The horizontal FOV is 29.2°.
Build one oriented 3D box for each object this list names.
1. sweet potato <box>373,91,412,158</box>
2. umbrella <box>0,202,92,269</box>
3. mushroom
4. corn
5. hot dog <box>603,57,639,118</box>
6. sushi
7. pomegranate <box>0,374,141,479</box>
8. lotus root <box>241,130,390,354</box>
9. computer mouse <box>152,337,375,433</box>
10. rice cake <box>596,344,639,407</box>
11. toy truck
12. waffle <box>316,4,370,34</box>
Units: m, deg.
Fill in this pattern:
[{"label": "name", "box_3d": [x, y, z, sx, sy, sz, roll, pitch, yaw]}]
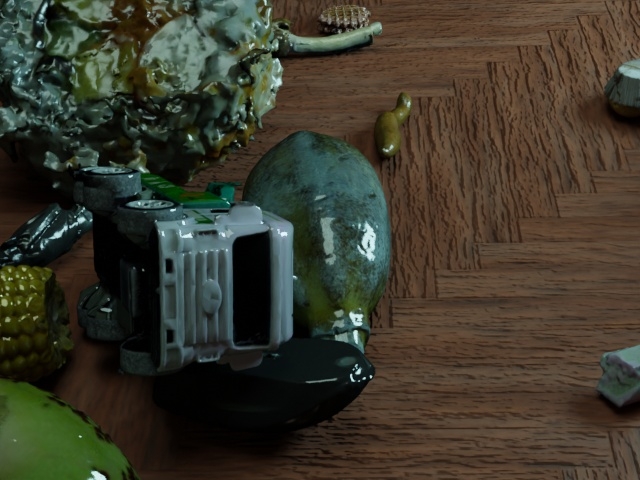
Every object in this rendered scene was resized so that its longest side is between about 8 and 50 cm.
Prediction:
[{"label": "sweet potato", "box_3d": [0.089, -0.144, 1.574, 0.044, 0.044, 0.179, 4, 29, 9]}, {"label": "umbrella", "box_3d": [-0.329, 0.012, 1.364, 0.066, 0.059, 0.235, -30, 7, 44]}, {"label": "mushroom", "box_3d": [-0.005, -0.296, 1.786, 0.187, 0.060, 0.061, -4, 28, -11]}, {"label": "corn", "box_3d": [-0.423, 0.116, 1.150, 0.387, 0.144, 0.144, -16, 37, -16]}, {"label": "hot dog", "box_3d": [0.494, -0.218, 1.636, 0.252, 0.069, 0.131, -20, 29, -28]}, {"label": "sushi", "box_3d": [-0.241, -0.223, 1.519, 0.417, 0.176, 0.418, -1, 57, 2]}, {"label": "pomegranate", "box_3d": [-0.269, 0.188, 0.863, 0.284, 0.341, 0.285, -1, 39, 1]}, {"label": "lotus root", "box_3d": [0.000, 0.000, 1.291, 0.158, 0.140, 0.322, -6, 38, -5]}, {"label": "computer mouse", "box_3d": [-0.052, 0.137, 1.152, 0.217, 0.074, 0.122, 4, 19, 26]}, {"label": "rice cake", "box_3d": [0.395, 0.109, 1.188, 0.269, 0.049, 0.055, -12, 14, -13]}, {"label": "toy truck", "box_3d": [-0.141, 0.013, 1.192, 0.177, 0.177, 0.363, -4, 11, -17]}, {"label": "waffle", "box_3d": [0.035, -0.336, 1.861, 0.075, 0.029, 0.083, 19, 38, 27]}]
